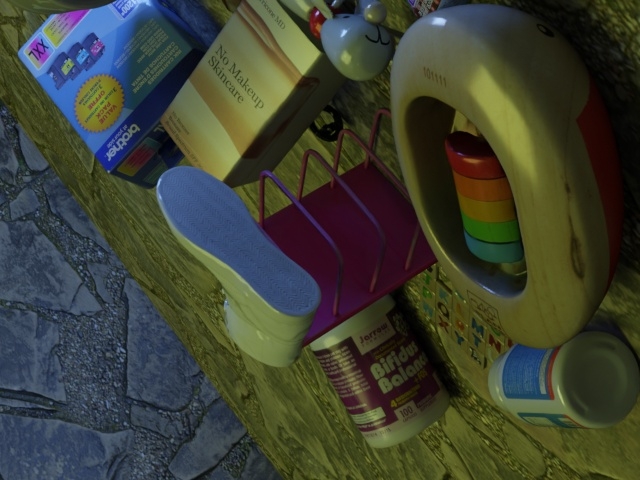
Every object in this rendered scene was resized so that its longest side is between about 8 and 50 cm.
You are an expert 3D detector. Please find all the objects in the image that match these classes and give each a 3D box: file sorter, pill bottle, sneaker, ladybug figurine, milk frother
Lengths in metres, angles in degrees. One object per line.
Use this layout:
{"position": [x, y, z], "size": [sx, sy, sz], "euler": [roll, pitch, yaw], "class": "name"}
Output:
{"position": [0.025, -0.027, 1.671], "size": [0.202, 0.291, 0.182], "euler": [49, 155, 23], "class": "file sorter"}
{"position": [0.310, 0.184, 1.549], "size": [0.124, 0.124, 0.221], "euler": [59, 160, -4], "class": "pill bottle"}
{"position": [-0.123, 0.045, 1.562], "size": [0.292, 0.108, 0.169], "euler": [47, 148, 23], "class": "sneaker"}
{"position": [0.222, -0.072, 1.319], "size": [0.305, 0.162, 0.449], "euler": [36, 150, 45], "class": "ladybug figurine"}
{"position": [0.084, 0.192, 2.028], "size": [0.301, 0.169, 0.169], "euler": [59, 160, -5], "class": "pill bottle"}
{"position": [-0.049, -0.183, 1.845], "size": [0.143, 0.129, 0.135], "euler": [60, 157, 13], "class": "milk frother"}

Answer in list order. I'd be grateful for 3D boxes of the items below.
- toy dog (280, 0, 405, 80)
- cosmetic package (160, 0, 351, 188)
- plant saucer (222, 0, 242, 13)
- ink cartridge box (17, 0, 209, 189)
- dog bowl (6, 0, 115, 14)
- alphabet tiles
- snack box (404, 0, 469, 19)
{"position": [0.008, -0.345, 1.434], "size": [0.334, 0.220, 0.161], "euler": [40, 124, 24], "class": "toy dog"}
{"position": [-0.081, -0.223, 1.664], "size": [0.153, 0.129, 0.296], "euler": [51, 127, 14], "class": "cosmetic package"}
{"position": [-0.158, -0.423, 1.793], "size": [0.198, 0.036, 0.198], "euler": [63, 177, 5], "class": "plant saucer"}
{"position": [-0.326, -0.284, 2.114], "size": [0.395, 0.270, 0.151], "euler": [49, -169, 22], "class": "ink cartridge box"}
{"position": [-0.398, -0.529, 1.874], "size": [0.102, 0.349, 0.348], "euler": [21, 140, 41], "class": "dog bowl"}
{"position": [0.231, 0.120, 1.812], "size": [0.237, 0.009, 0.198], "euler": [45, 156, 32], "class": "alphabet tiles"}
{"position": [0.113, -0.361, 1.285], "size": [0.174, 0.070, 0.207], "euler": [53, 159, 12], "class": "snack box"}
